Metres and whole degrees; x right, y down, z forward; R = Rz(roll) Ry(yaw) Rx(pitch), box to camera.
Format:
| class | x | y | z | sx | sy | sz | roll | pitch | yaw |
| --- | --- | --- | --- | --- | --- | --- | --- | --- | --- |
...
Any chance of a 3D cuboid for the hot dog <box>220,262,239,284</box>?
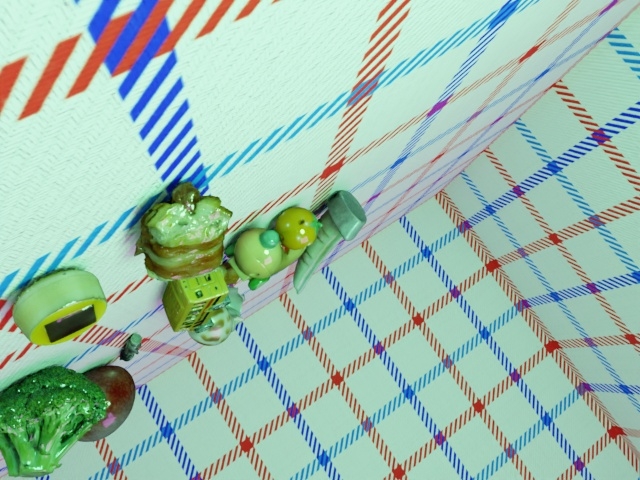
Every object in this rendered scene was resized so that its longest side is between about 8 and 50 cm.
| class | x | y | z | sx | sy | sz | roll | pitch | yaw |
| --- | --- | --- | --- | --- | --- | --- | --- | --- | --- |
| hot dog | -0.261 | 0.091 | 1.300 | 0.066 | 0.047 | 0.215 | -63 | 177 | 0 |

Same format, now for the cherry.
| class | x | y | z | sx | sy | sz | roll | pitch | yaw |
| --- | --- | --- | --- | --- | --- | --- | --- | --- | --- |
| cherry | -0.680 | 0.502 | 1.471 | 0.239 | 0.206 | 0.239 | -39 | 162 | -15 |

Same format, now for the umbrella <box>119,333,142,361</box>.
| class | x | y | z | sx | sy | sz | roll | pitch | yaw |
| --- | --- | --- | --- | --- | --- | --- | --- | --- | --- |
| umbrella | -0.575 | 0.331 | 1.444 | 0.188 | 0.050 | 0.046 | -43 | -170 | 47 |

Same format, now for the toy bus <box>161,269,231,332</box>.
| class | x | y | z | sx | sy | sz | roll | pitch | yaw |
| --- | --- | --- | --- | --- | --- | --- | --- | --- | --- |
| toy bus | -0.313 | 0.143 | 1.157 | 0.123 | 0.121 | 0.335 | -19 | 165 | -32 |

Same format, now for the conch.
| class | x | y | z | sx | sy | sz | roll | pitch | yaw |
| --- | --- | --- | --- | --- | --- | --- | --- | --- | --- |
| conch | -0.341 | 0.232 | 1.451 | 0.148 | 0.183 | 0.275 | -4 | 170 | 10 |

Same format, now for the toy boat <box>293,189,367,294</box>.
| class | x | y | z | sx | sy | sz | roll | pitch | yaw |
| --- | --- | --- | --- | --- | --- | --- | --- | --- | --- |
| toy boat | 0.020 | -0.027 | 1.369 | 0.293 | 0.111 | 0.276 | -41 | -160 | 31 |

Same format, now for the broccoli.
| class | x | y | z | sx | sy | sz | roll | pitch | yaw |
| --- | --- | --- | --- | --- | --- | --- | --- | --- | --- |
| broccoli | -0.647 | 0.419 | 1.105 | 0.261 | 0.242 | 0.269 | -17 | 150 | 25 |

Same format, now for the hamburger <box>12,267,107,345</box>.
| class | x | y | z | sx | sy | sz | roll | pitch | yaw |
| --- | --- | --- | --- | --- | --- | --- | --- | --- | --- |
| hamburger | -0.391 | 0.098 | 0.711 | 0.126 | 0.081 | 0.141 | -34 | 160 | -19 |

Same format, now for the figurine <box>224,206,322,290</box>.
| class | x | y | z | sx | sy | sz | roll | pitch | yaw |
| --- | --- | --- | --- | --- | --- | --- | --- | --- | --- |
| figurine | -0.101 | 0.001 | 1.192 | 0.222 | 0.124 | 0.324 | -41 | 173 | 23 |

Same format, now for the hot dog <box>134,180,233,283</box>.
| class | x | y | z | sx | sy | sz | roll | pitch | yaw |
| --- | --- | --- | --- | --- | --- | --- | --- | --- | --- |
| hot dog | -0.212 | -0.014 | 0.735 | 0.146 | 0.103 | 0.213 | -5 | 148 | -28 |
